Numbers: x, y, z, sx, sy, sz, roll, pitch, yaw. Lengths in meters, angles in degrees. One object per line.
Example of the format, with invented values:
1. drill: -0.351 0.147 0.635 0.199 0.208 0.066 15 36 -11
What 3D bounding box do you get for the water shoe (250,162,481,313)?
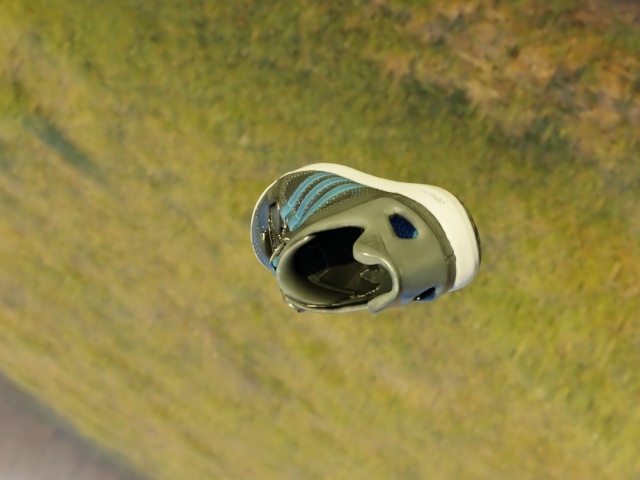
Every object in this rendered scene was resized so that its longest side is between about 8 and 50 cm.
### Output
1. water shoe: 0.000 0.000 0.817 0.203 0.080 0.073 0 108 58
